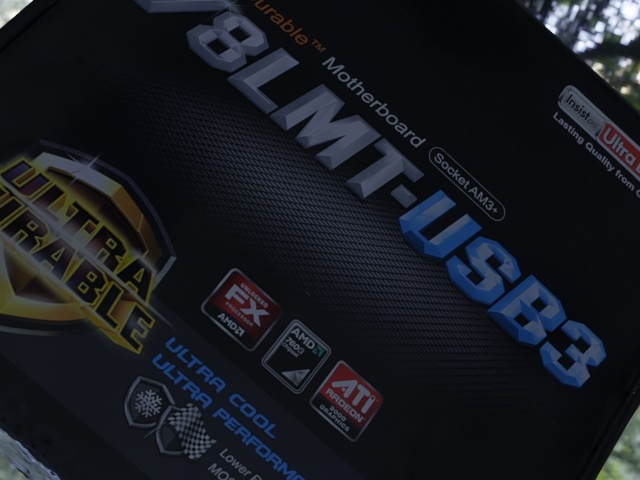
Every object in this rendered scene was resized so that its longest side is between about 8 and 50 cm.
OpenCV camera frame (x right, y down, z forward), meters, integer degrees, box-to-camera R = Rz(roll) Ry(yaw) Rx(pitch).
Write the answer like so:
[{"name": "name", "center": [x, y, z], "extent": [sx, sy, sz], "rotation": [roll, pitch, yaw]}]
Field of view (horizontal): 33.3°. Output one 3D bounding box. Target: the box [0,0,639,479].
[{"name": "box", "center": [0.000, 0.000, 0.451], "extent": [0.295, 0.293, 0.073], "rotation": [42, -25, -5]}]

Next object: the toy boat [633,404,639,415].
[{"name": "toy boat", "center": [0.343, 0.111, 0.853], "extent": [0.267, 0.148, 0.318], "rotation": [48, -26, -25]}]
